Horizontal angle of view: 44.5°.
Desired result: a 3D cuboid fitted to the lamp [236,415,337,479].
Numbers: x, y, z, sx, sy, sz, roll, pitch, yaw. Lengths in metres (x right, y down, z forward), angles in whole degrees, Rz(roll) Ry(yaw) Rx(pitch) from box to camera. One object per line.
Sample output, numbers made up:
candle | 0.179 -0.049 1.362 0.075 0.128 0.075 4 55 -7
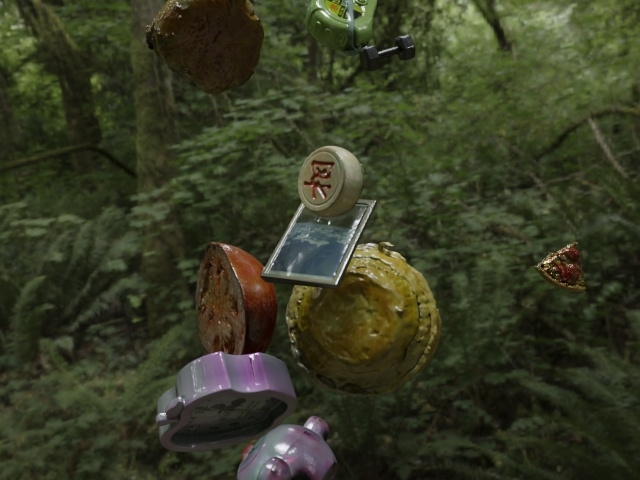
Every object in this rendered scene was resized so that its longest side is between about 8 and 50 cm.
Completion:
lamp | -0.061 0.522 1.552 0.247 0.301 0.247 24 21 21

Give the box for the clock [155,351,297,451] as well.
clock | -0.230 0.378 1.822 0.338 0.102 0.338 -13 -33 -8

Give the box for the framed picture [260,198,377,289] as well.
framed picture | 0.000 0.000 1.726 0.189 0.023 0.260 6 49 27

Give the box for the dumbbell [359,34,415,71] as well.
dumbbell | 0.100 -0.280 1.166 0.083 0.040 0.036 -20 -12 -13

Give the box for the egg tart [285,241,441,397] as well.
egg tart | 0.094 0.184 1.868 0.387 0.388 0.169 -11 -13 7

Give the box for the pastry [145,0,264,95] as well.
pastry | -0.224 -0.393 1.523 0.229 0.218 0.100 -7 23 -30

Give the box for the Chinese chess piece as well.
Chinese chess piece | 0.016 -0.100 1.327 0.122 0.122 0.051 -4 -10 43

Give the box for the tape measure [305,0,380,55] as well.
tape measure | 0.045 -0.467 1.663 0.154 0.087 0.177 17 48 -9

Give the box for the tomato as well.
tomato | -0.192 0.174 1.935 0.143 0.338 0.338 -5 5 -28

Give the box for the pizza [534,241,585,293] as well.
pizza | 0.454 0.053 1.477 0.099 0.100 0.029 -3 -14 -13
